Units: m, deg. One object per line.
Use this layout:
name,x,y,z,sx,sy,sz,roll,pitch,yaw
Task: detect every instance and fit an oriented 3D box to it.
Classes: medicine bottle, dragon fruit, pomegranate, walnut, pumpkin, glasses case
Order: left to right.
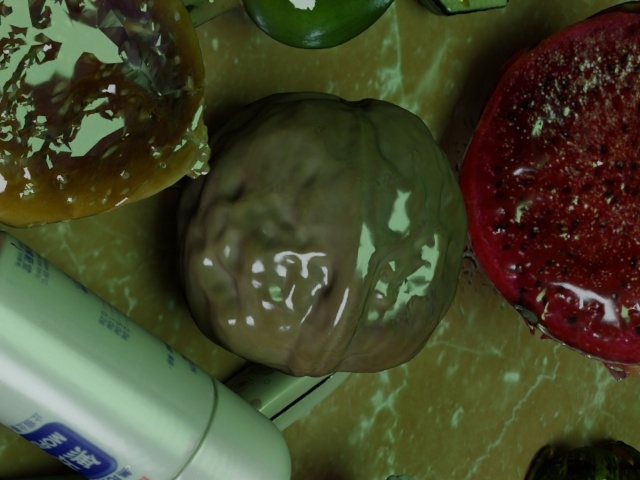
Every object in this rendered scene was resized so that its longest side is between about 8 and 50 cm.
medicine bottle,-0.167,0.137,1.164,0.341,0.130,0.130,38,76,-26
glasses case,-0.049,0.149,1.346,0.204,0.081,0.051,-34,119,-30
pomegranate,-0.038,-0.246,1.209,0.225,0.187,0.187,-25,119,-2
walnut,0.002,0.000,1.255,0.273,0.227,0.273,-17,117,-36
pumpkin,0.343,0.307,1.698,0.183,0.107,0.119,-3,108,-38
dragon fruit,0.341,-0.045,1.475,0.371,0.386,0.249,-46,168,7

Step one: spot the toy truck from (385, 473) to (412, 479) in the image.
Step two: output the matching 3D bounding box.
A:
toy truck,0.054,0.323,1.386,0.177,0.161,0.213,-52,171,-30

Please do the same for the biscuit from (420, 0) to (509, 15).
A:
biscuit,0.119,-0.347,1.378,0.150,0.052,0.252,-15,109,-32

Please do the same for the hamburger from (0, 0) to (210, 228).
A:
hamburger,-0.212,-0.127,1.106,0.286,0.146,0.243,38,83,-41

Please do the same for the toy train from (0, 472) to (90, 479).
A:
toy train,-0.213,0.250,1.229,0.407,0.086,0.088,1,99,-40
